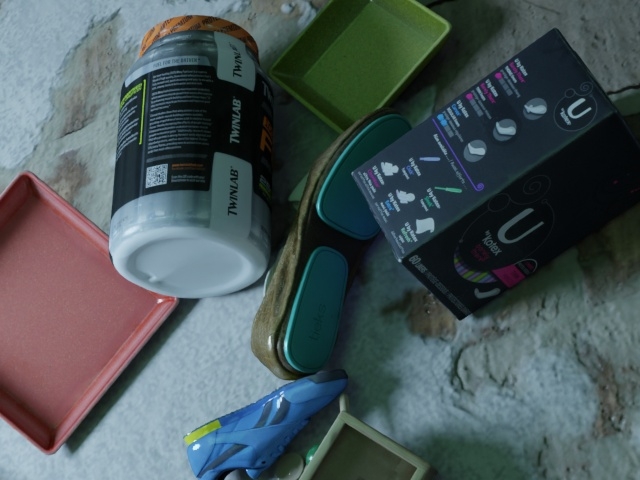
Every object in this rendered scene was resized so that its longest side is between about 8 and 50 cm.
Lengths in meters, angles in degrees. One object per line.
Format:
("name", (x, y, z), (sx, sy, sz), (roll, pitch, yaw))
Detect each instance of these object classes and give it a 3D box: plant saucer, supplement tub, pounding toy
("plant saucer", (0.054, -0.226, 1.821), (0.188, 0.045, 0.188), (-48, 50, 0))
("supplement tub", (-0.154, -0.106, 1.790), (0.193, 0.193, 0.316), (-14, 59, 25))
("plant saucer", (-0.349, 0.089, 1.828), (0.258, 0.048, 0.259), (39, 89, 3))
("pounding toy", (0.040, 0.243, 1.543), (0.141, 0.100, 0.130), (30, 82, 17))

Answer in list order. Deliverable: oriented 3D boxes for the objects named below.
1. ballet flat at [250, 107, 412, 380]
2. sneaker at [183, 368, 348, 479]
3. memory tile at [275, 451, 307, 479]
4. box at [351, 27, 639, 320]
("ballet flat", (0.000, 0.000, 1.708), (0.124, 0.116, 0.342), (1, 68, 54))
("sneaker", (-0.052, 0.214, 1.642), (0.209, 0.069, 0.082), (-28, 74, 12))
("memory tile", (-0.011, 0.305, 1.593), (0.113, 0.012, 0.148), (-1, 64, 31))
("box", (0.200, -0.067, 1.565), (0.270, 0.165, 0.143), (-36, 51, 11))
